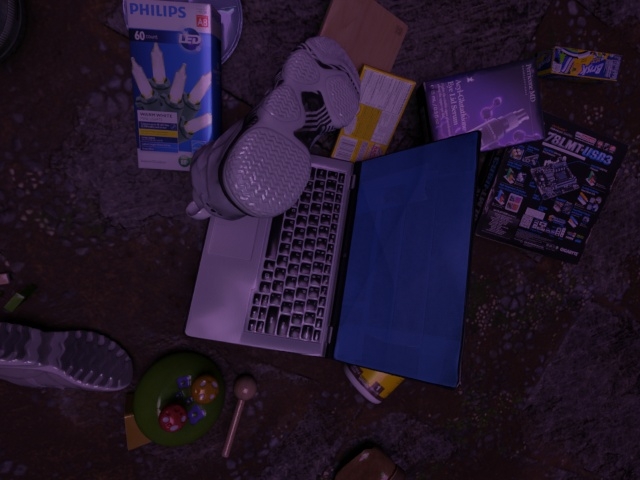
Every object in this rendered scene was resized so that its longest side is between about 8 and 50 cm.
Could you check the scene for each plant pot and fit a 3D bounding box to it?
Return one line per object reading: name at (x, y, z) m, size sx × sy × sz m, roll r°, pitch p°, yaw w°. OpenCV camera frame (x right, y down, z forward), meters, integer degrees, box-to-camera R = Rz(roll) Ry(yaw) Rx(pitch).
plant pot at (-0.359, 0.367, 0.844) m, size 0.083 × 0.081 × 0.081 m, roll -5°, pitch 104°, yaw -22°

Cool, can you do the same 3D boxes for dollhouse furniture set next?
dollhouse furniture set at (-0.603, 0.064, 0.729) m, size 0.151 × 0.058 × 0.076 m, roll 43°, pitch 91°, yaw -18°

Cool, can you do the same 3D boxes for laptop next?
laptop at (0.000, 0.000, 0.663) m, size 0.408 × 0.236 × 0.382 m, roll 11°, pitch 78°, yaw -5°

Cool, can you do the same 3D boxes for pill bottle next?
pill bottle at (0.161, 0.249, 0.906) m, size 0.215 × 0.117 × 0.117 m, roll -46°, pitch 108°, yaw 1°

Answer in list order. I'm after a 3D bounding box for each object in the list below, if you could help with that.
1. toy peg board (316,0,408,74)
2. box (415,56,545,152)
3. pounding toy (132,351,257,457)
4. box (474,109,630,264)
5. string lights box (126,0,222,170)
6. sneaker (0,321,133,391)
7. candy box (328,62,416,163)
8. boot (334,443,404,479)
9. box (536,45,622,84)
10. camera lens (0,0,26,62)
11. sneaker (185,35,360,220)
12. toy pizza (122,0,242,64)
toy peg board at (0.056, -0.367, 0.772) m, size 0.160 × 0.079 × 0.161 m, roll 17°, pitch 101°, yaw -31°
box at (0.306, -0.246, 0.792) m, size 0.207 × 0.108 × 0.153 m, roll -11°, pitch 97°, yaw 8°
pounding toy at (-0.241, 0.326, 0.805) m, size 0.237 × 0.110 × 0.183 m, roll 29°, pitch 66°, yaw -23°
box at (0.505, -0.119, 0.918) m, size 0.295 × 0.073 × 0.293 m, roll 14°, pitch 99°, yaw -14°
string lights box at (-0.240, -0.254, 0.690) m, size 0.133 × 0.077 × 0.260 m, roll 3°, pitch 108°, yaw -1°
sneaker at (-0.512, 0.235, 0.787) m, size 0.281 × 0.105 × 0.115 m, roll 23°, pitch 131°, yaw -20°
candy box at (0.093, -0.224, 0.788) m, size 0.105 × 0.027 × 0.206 m, roll 11°, pitch 124°, yaw -16°
boot at (0.064, 0.633, 1.003) m, size 0.115 × 0.112 × 0.305 m, roll 43°, pitch 97°, yaw 12°
box at (0.553, -0.376, 0.874) m, size 0.169 × 0.059 × 0.054 m, roll 2°, pitch 101°, yaw -13°
camera lens at (-0.560, -0.351, 0.528) m, size 0.219 × 0.274 × 0.219 m, roll -3°, pitch 103°, yaw -12°
sneaker at (-0.081, -0.173, 0.646) m, size 0.137 × 0.210 × 0.366 m, roll 46°, pitch 54°, yaw -29°
toy pizza at (-0.239, -0.397, 0.713) m, size 0.201 × 0.032 × 0.201 m, roll -2°, pitch 104°, yaw -8°
